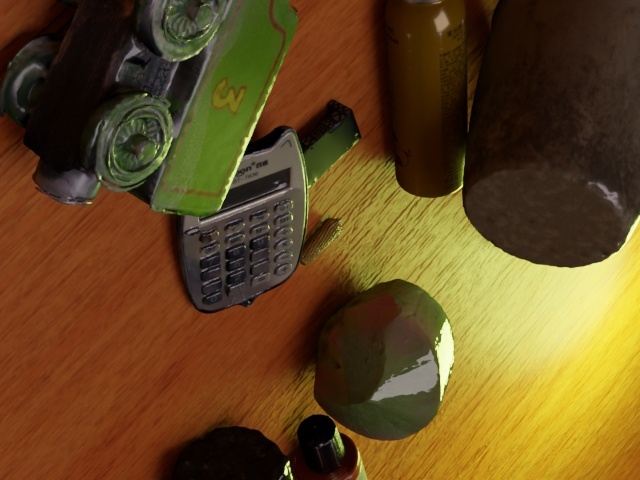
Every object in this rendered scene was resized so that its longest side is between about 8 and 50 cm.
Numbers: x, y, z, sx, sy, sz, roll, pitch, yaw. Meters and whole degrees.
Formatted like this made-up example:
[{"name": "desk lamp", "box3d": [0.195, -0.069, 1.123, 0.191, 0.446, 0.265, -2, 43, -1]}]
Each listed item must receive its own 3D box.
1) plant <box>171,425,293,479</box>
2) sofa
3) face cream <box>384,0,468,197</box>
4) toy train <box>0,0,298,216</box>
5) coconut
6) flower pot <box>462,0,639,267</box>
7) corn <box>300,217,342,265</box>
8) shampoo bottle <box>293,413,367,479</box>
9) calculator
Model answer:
[{"name": "plant", "box3d": [-0.128, 0.430, 1.598, 0.194, 0.182, 0.320, -23, 126, -35]}, {"name": "sofa", "box3d": [-0.004, -0.119, 1.452, 0.118, 0.039, 0.060, -45, 144, -19]}, {"name": "face cream", "box3d": [0.140, -0.218, 1.493, 0.105, 0.105, 0.348, -36, 140, -28]}, {"name": "toy train", "box3d": [-0.158, -0.175, 1.120, 0.249, 0.173, 0.307, 5, 111, -59]}, {"name": "coconut", "box3d": [0.089, 0.178, 1.651, 0.236, 0.236, 0.204, -38, 99, -26]}, {"name": "flower pot", "box3d": [0.332, -0.156, 1.516, 0.293, 0.294, 0.330, 69, 36, -49]}, {"name": "corn", "box3d": [0.000, 0.000, 1.556, 0.083, 0.027, 0.028, -48, 137, -9]}, {"name": "shampoo bottle", "box3d": [0.019, 0.370, 1.788, 0.104, 0.104, 0.278, -41, 141, -23]}, {"name": "calculator", "box3d": [-0.094, -0.015, 1.396, 0.177, 0.040, 0.268, -21, 134, -24]}]
